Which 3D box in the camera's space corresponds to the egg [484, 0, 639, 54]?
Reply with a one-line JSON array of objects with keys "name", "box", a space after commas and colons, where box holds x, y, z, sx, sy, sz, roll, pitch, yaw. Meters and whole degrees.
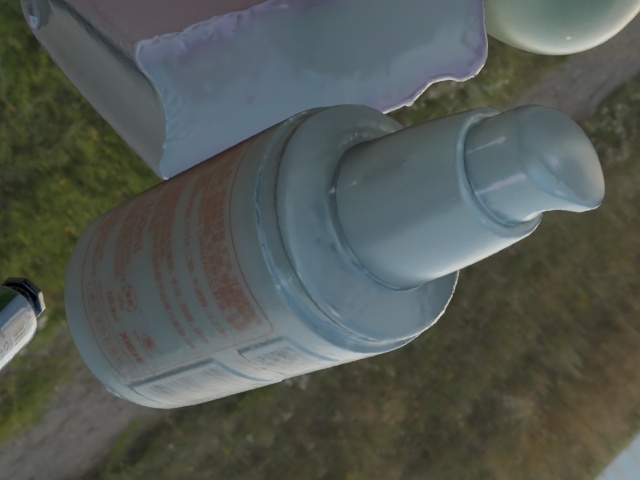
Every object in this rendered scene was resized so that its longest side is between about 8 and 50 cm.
[{"name": "egg", "box": [0.182, -0.286, 0.986, 0.219, 0.219, 0.269, -23, 110, -53]}]

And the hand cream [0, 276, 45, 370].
[{"name": "hand cream", "box": [-0.289, 0.110, 0.925, 0.091, 0.058, 0.271, -59, -179, 33]}]

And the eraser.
[{"name": "eraser", "box": [-0.079, -0.196, 0.974, 0.272, 0.359, 0.122, -22, 124, -20]}]

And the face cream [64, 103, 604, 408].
[{"name": "face cream", "box": [0.000, 0.000, 0.480, 0.101, 0.101, 0.252, -29, -175, -43]}]
